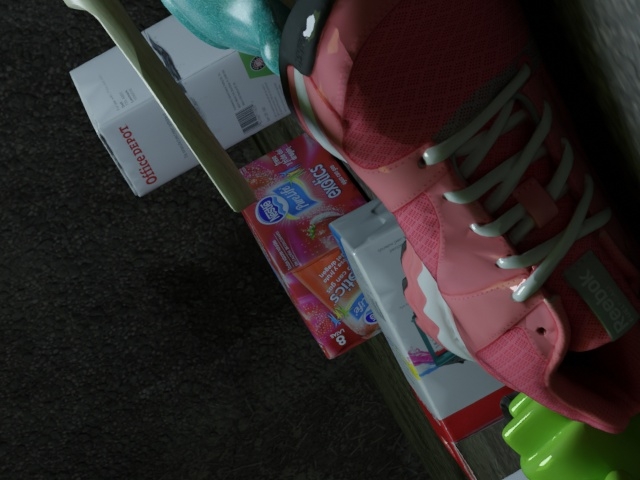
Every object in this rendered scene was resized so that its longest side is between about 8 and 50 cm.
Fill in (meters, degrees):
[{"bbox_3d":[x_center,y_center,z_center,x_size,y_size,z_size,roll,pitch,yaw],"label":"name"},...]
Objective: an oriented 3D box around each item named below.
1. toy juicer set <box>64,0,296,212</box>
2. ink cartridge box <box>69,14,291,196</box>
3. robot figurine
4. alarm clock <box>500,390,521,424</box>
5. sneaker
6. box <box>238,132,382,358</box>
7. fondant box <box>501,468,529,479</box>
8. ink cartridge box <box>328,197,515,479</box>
[{"bbox_3d":[-0.058,-0.169,0.848,0.209,0.089,0.329,47,-157,-15],"label":"toy juicer set"},{"bbox_3d":[-0.143,-0.165,1.936,0.093,0.219,0.160,59,176,30],"label":"ink cartridge box"},{"bbox_3d":[0.151,0.116,0.924,0.115,0.067,0.101,39,-151,-6],"label":"robot figurine"},{"bbox_3d":[0.162,0.135,1.119,0.129,0.064,0.192,63,174,-25],"label":"alarm clock"},{"bbox_3d":[0.090,-0.021,0.786,0.136,0.116,0.314,43,170,38],"label":"sneaker"},{"bbox_3d":[0.000,0.000,1.961,0.128,0.122,0.257,62,177,-32],"label":"box"},{"bbox_3d":[0.143,0.289,1.155,0.096,0.238,0.330,62,177,-24],"label":"fondant box"},{"bbox_3d":[0.099,0.079,1.487,0.231,0.078,0.134,62,177,-13],"label":"ink cartridge box"}]
